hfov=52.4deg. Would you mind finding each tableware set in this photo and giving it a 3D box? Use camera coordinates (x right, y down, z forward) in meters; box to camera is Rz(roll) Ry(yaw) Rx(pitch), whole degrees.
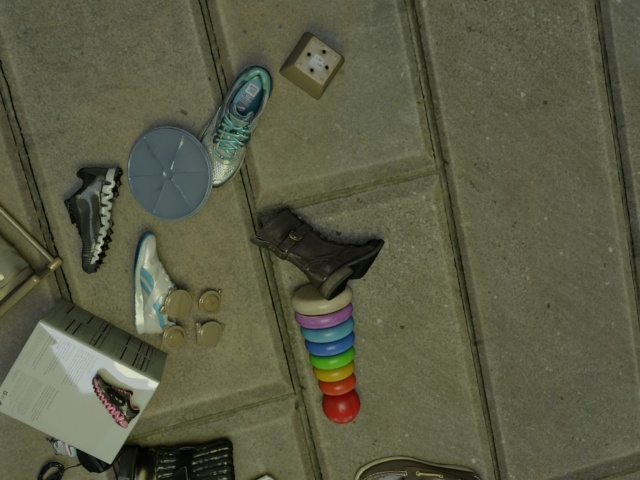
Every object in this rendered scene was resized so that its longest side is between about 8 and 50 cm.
[{"bbox_3d":[-0.281,0.174,1.438,0.168,0.020,0.141,3,101,-40],"label":"tableware set"}]

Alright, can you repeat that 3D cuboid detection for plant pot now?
[{"bbox_3d":[-0.011,-0.379,1.392,0.109,0.096,0.109,34,91,-12],"label":"plant pot"}]

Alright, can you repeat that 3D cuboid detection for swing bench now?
[{"bbox_3d":[-0.723,0.052,1.317,0.254,0.165,0.253,-40,103,4],"label":"swing bench"}]

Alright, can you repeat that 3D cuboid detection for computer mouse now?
[{"bbox_3d":[-0.535,0.493,1.446,0.242,0.041,0.071,-26,103,18],"label":"computer mouse"}]

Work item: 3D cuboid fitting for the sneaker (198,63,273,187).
[{"bbox_3d":[-0.187,-0.244,1.371,0.110,0.122,0.283,22,95,-12],"label":"sneaker"}]

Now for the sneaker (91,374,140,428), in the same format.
[{"bbox_3d":[-0.395,0.304,1.263,0.057,0.047,0.119,-37,104,-25],"label":"sneaker"}]

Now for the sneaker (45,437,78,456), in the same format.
[{"bbox_3d":[-0.577,0.438,1.455,0.069,0.038,0.098,4,97,-10],"label":"sneaker"}]

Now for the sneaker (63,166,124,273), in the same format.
[{"bbox_3d":[-0.492,-0.049,1.380,0.106,0.078,0.234,11,93,-7],"label":"sneaker"}]

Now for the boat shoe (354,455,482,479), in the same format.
[{"bbox_3d":[0.247,0.601,1.574,0.324,0.097,0.117,8,97,-10],"label":"boat shoe"}]

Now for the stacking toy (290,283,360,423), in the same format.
[{"bbox_3d":[0.028,0.264,1.487,0.141,0.141,0.330,-12,107,-7],"label":"stacking toy"}]

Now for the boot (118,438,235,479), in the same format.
[{"bbox_3d":[-0.320,0.622,1.449,0.260,0.131,0.348,4,84,-9],"label":"boot"}]

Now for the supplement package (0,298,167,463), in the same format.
[{"bbox_3d":[-0.492,0.288,1.364,0.262,0.198,0.199,31,92,-11],"label":"supplement package"}]

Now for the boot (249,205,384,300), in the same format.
[{"bbox_3d":[0.000,0.000,1.434,0.229,0.263,0.091,40,129,15],"label":"boot"}]

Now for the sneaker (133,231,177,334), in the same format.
[{"bbox_3d":[-0.360,0.092,1.420,0.092,0.087,0.229,-2,106,-15],"label":"sneaker"}]

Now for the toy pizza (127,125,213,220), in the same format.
[{"bbox_3d":[-0.319,-0.142,1.391,0.201,0.032,0.201,3,100,15],"label":"toy pizza"}]

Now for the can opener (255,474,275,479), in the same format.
[{"bbox_3d":[-0.219,0.643,1.510,0.283,0.095,0.076,-26,101,-4],"label":"can opener"}]
